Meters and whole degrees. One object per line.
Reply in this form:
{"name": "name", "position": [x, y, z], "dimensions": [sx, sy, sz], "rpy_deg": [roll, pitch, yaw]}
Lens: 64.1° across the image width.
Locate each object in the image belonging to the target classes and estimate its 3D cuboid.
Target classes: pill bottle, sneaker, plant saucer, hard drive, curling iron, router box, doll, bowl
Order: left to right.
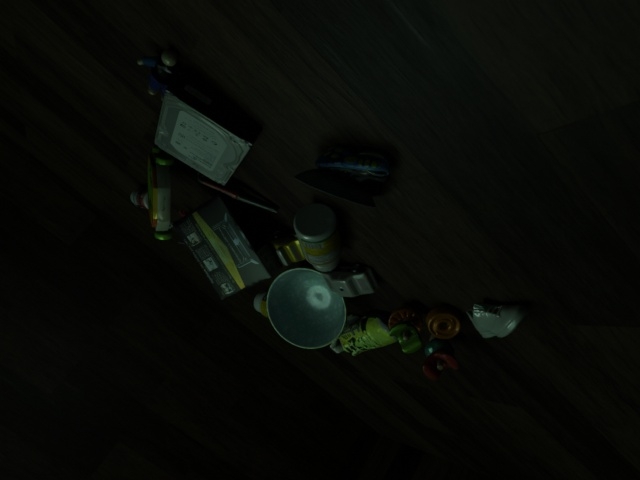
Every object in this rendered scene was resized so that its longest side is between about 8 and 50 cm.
{"name": "pill bottle", "position": [-0.729, -0.175, 2.135], "dimensions": [0.152, 0.086, 0.086], "rpy_deg": [13, 149, 44]}
{"name": "doll", "position": [-0.381, -0.403, 1.241], "dimensions": [0.129, 0.046, 0.189], "rpy_deg": [29, 159, -18]}
{"name": "hard drive", "position": [-0.308, -0.271, 1.343], "dimensions": [0.237, 0.064, 0.339], "rpy_deg": [32, 160, -14]}
{"name": "router box", "position": [-0.304, 0.017, 1.665], "dimensions": [0.243, 0.081, 0.308], "rpy_deg": [-25, 101, 33]}
{"name": "curling iron", "position": [-0.250, -0.152, 1.547], "dimensions": [0.274, 0.068, 0.035], "rpy_deg": [29, -165, 3]}
{"name": "pill bottle", "position": [-0.195, 0.294, 2.269], "dimensions": [0.209, 0.119, 0.119], "rpy_deg": [11, 147, 44]}
{"name": "bowl", "position": [-0.026, 0.217, 1.790], "dimensions": [0.289, 0.289, 0.156], "rpy_deg": [30, -161, 12]}
{"name": "pill bottle", "position": [0.000, 0.000, 1.417], "dimensions": [0.118, 0.117, 0.208], "rpy_deg": [25, 155, 24]}
{"name": "plant saucer", "position": [0.039, -0.125, 1.139], "dimensions": [0.195, 0.037, 0.195], "rpy_deg": [20, -169, -4]}
{"name": "sneaker", "position": [0.065, -0.154, 1.086], "dimensions": [0.188, 0.067, 0.078], "rpy_deg": [15, 146, 37]}
{"name": "sneaker", "position": [0.164, 0.353, 1.847], "dimensions": [0.145, 0.147, 0.385], "rpy_deg": [41, 156, -9]}
{"name": "sneaker", "position": [0.421, 0.184, 1.256], "dimensions": [0.094, 0.080, 0.212], "rpy_deg": [45, 160, 6]}

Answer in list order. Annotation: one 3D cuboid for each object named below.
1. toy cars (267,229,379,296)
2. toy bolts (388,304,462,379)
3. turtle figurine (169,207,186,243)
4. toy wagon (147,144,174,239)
{"name": "toy cars", "position": [-0.010, 0.082, 1.589], "dimensions": [0.394, 0.087, 0.176], "rpy_deg": [30, 142, 12]}
{"name": "toy bolts", "position": [0.338, 0.269, 1.522], "dimensions": [0.218, 0.158, 0.228], "rpy_deg": [-31, 107, 22]}
{"name": "turtle figurine", "position": [-0.524, -0.038, 2.081], "dimensions": [0.175, 0.118, 0.234], "rpy_deg": [41, 177, 25]}
{"name": "toy wagon", "position": [-0.526, -0.172, 1.671], "dimensions": [0.344, 0.068, 0.267], "rpy_deg": [-132, 45, -57]}
